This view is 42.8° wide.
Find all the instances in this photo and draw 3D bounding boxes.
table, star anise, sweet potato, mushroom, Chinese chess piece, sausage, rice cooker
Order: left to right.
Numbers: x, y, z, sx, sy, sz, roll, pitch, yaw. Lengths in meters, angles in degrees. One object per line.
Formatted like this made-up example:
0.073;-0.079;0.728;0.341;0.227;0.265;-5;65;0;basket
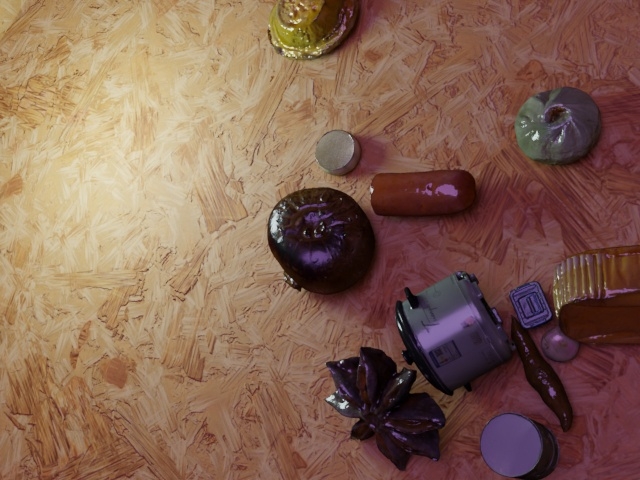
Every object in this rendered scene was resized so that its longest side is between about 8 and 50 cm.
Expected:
-0.009;0.000;2.047;0.278;0.163;0.297;-49;62;5;mushroom
0.046;-0.231;2.154;0.122;0.051;0.122;-6;74;23;Chinese chess piece
0.146;0.370;1.835;0.331;0.117;0.332;19;129;25;star anise
0.253;-0.114;1.986;0.259;0.113;0.114;0;75;27;sausage
0.284;0.206;1.804;0.227;0.281;0.241;-32;20;10;rice cooker
0.413;0.426;1.683;0.126;0.220;0.126;-8;70;23;table
0.476;0.286;1.782;0.067;0.067;0.274;-32;62;14;sweet potato
0.522;0.225;1.779;0.083;0.067;0.084;3;107;11;mushroom

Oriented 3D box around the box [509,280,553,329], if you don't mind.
0.475;0.148;1.830;0.074;0.054;0.099;-26;65;19;box

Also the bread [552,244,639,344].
0.633;0.105;1.700;0.288;0.204;0.156;-8;50;20;bread

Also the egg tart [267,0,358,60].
-0.035;-0.637;2.280;0.288;0.118;0.288;-7;75;27;egg tart

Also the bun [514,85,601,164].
0.543;-0.271;1.888;0.195;0.118;0.196;-8;73;27;bun
